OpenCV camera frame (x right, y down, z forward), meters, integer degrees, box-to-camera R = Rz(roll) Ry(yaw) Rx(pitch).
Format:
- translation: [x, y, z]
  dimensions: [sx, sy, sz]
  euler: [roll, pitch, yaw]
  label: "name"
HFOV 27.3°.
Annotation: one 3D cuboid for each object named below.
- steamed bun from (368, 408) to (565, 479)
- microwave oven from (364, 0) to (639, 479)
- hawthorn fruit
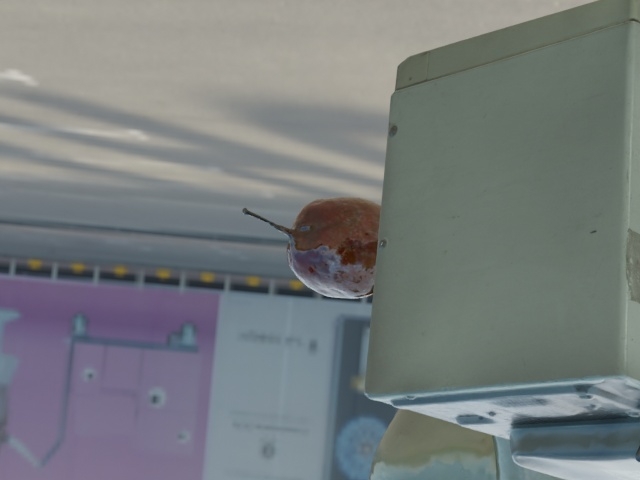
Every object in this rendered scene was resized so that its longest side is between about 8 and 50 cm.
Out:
- translation: [0.225, 0.119, 1.008]
  dimensions: [0.255, 0.342, 0.368]
  euler: [32, -133, 16]
  label: "steamed bun"
- translation: [0.151, 0.025, 0.620]
  dimensions: [0.145, 0.194, 0.240]
  euler: [-7, 159, 45]
  label: "microwave oven"
- translation: [0.000, 0.000, 0.806]
  dimensions: [0.103, 0.066, 0.067]
  euler: [14, 173, -31]
  label: "hawthorn fruit"
